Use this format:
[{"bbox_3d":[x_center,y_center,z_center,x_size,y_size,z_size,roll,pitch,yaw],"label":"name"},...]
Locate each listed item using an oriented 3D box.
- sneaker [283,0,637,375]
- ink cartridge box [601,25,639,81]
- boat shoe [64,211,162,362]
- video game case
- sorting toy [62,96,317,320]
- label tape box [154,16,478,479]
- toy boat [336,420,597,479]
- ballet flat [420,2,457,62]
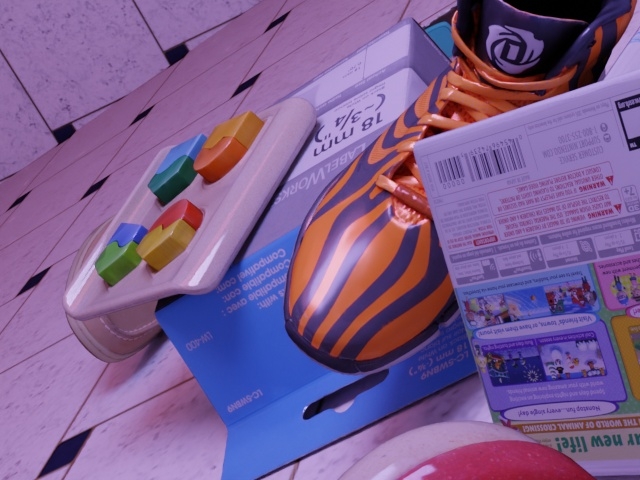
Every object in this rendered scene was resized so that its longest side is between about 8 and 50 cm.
[{"bbox_3d":[0.083,-0.073,0.809,0.321,0.125,0.180,-54,-13,-21],"label":"sneaker"},{"bbox_3d":[0.194,-0.051,0.778,0.212,0.093,0.154,-49,-11,-34],"label":"ink cartridge box"},{"bbox_3d":[-0.148,-0.005,1.379,0.110,0.121,0.341,-26,20,36],"label":"boat shoe"},{"bbox_3d":[0.146,0.021,0.646,0.023,0.193,0.212,-18,2,-38],"label":"video game case"},{"bbox_3d":[-0.113,-0.028,1.052,0.208,0.038,0.193,-11,42,51],"label":"sorting toy"},{"bbox_3d":[0.000,0.000,1.012,0.241,0.106,0.333,-30,29,26],"label":"label tape box"},{"bbox_3d":[0.046,0.189,0.545,0.231,0.151,0.151,-44,49,-14],"label":"toy boat"},{"bbox_3d":[0.168,-0.215,1.357,0.077,0.091,0.241,-24,8,-42],"label":"ballet flat"}]
